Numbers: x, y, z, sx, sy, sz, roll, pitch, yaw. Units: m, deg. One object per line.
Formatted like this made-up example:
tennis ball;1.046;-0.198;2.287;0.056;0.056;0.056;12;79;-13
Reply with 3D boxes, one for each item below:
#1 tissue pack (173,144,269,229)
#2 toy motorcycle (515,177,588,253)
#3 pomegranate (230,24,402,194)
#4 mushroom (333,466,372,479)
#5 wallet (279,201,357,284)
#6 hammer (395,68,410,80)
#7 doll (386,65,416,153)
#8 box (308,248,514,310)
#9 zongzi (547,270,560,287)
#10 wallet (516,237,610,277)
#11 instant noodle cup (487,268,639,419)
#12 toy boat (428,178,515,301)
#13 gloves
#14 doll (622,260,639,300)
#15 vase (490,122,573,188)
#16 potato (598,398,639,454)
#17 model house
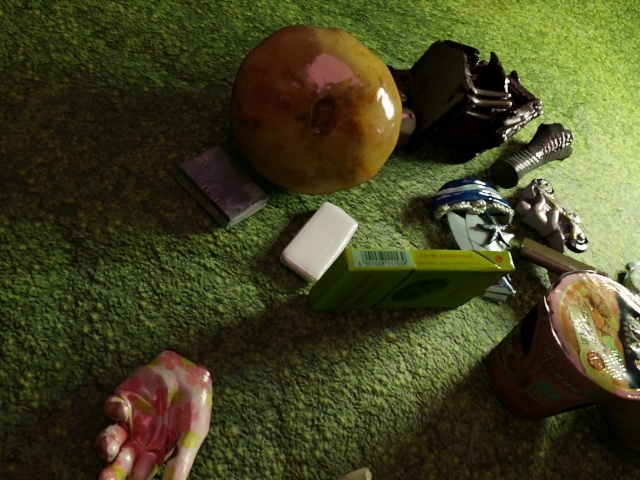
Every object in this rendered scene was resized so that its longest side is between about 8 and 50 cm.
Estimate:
tissue pack;-0.190;-0.106;1.129;0.156;0.051;0.112;46;51;10
toy motorcycle;0.537;-0.061;1.391;0.152;0.073;0.225;-4;57;-26
pomegranate;-0.013;-0.256;1.151;0.338;0.338;0.338;11;56;-16
mushroom;0.054;0.460;0.803;0.189;0.195;0.253;-27;76;1
wallet;0.000;0.000;1.151;0.095;0.033;0.190;35;53;0
hammer;0.114;-0.423;1.477;0.297;0.027;0.125;-7;62;-27
doll;0.148;-0.312;1.361;0.182;0.117;0.257;18;48;-30
box;0.165;0.075;1.074;0.335;0.187;0.047;2;61;-22
zongzi;0.596;0.148;1.279;0.195;0.099;0.197;21;33;-21
wallet;0.533;0.055;1.281;0.198;0.031;0.110;26;21;17
instant noodle cup;0.439;0.212;1.057;0.244;0.255;0.243;11;55;-15
toy boat;0.372;-0.016;1.300;0.210;0.070;0.291;-25;74;-28
gloves;-0.245;0.272;0.820;0.145;0.126;0.241;49;47;-19
doll;0.765;0.116;1.372;0.104;0.071;0.214;31;49;-3
vase;0.529;-0.209;1.471;0.237;0.115;0.115;-32;75;-31
potato;0.639;0.276;1.092;0.237;0.301;0.288;-34;99;5
model house;0.390;-0.343;1.379;0.283;0.317;0.297;13;72;-15
